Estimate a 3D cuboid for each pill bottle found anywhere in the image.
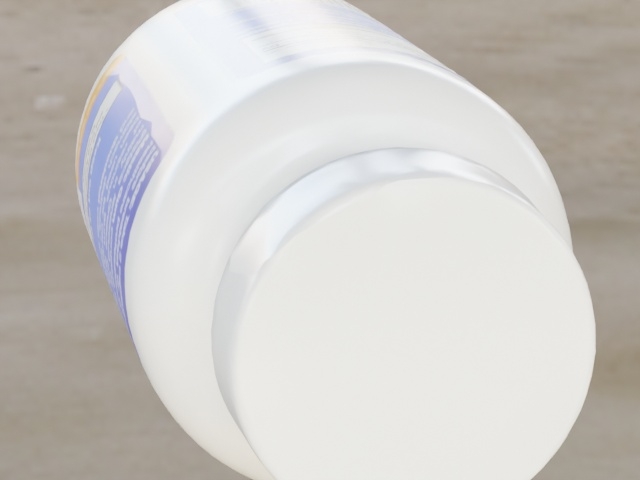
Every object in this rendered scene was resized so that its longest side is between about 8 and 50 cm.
[{"bbox_3d":[0.000,0.000,0.704,0.152,0.152,0.272,-4,17,-12],"label":"pill bottle"}]
